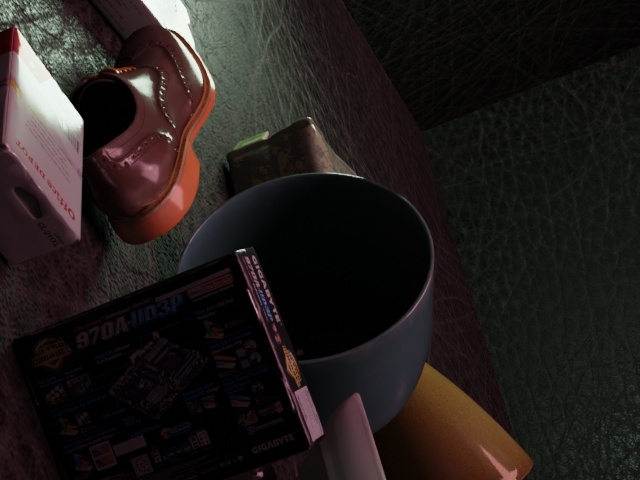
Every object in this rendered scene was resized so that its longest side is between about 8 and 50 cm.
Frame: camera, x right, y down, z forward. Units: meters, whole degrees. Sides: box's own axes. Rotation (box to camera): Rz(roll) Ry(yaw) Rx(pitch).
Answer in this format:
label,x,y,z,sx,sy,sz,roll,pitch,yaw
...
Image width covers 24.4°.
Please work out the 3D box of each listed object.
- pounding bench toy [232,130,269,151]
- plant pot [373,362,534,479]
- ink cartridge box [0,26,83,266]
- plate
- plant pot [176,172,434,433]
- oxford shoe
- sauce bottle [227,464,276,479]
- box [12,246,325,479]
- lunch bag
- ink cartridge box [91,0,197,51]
label,x,y,z,sx,sy,sz,roll,pitch,yaw
pounding bench toy,-0.096,-0.118,2.228,0.083,0.052,0.065,-69,137,-73
plant pot,0.164,0.309,2.306,0.254,0.237,0.237,55,12,1
ink cartridge box,-0.274,-0.084,1.319,0.175,0.072,0.127,-98,163,-48
plate,-0.004,0.328,1.469,0.277,0.045,0.278,-109,-143,-64
plant pot,-0.002,0.105,1.737,0.235,0.293,0.293,78,2,-45
oxford shoe,-0.204,-0.157,1.646,0.132,0.130,0.363,51,18,-33
sauce bottle,-0.070,0.344,1.392,0.344,0.111,0.111,-93,159,-52
box,-0.129,0.125,1.245,0.175,0.220,0.051,68,14,2
lunch bag,0.000,0.000,2.174,0.287,0.169,0.235,46,25,-51
ink cartridge box,-0.253,-0.364,1.941,0.275,0.060,0.239,51,23,-56
